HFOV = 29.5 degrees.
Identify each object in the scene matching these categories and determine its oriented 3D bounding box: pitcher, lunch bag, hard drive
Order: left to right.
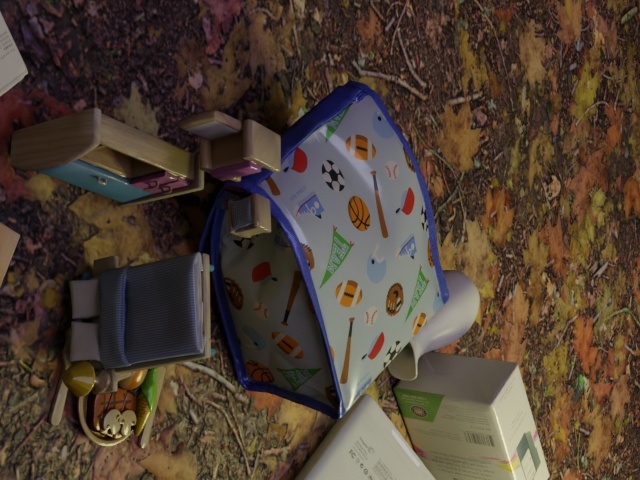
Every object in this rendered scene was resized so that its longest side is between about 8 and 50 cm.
[{"bbox_3d":[0.000,0.000,1.776,0.328,0.239,0.385,-46,135,-41],"label":"lunch bag"},{"bbox_3d":[0.049,0.452,1.974,0.233,0.047,0.353,53,47,-13],"label":"hard drive"},{"bbox_3d":[0.178,0.119,2.149,0.207,0.125,0.178,-38,108,-34],"label":"pitcher"}]

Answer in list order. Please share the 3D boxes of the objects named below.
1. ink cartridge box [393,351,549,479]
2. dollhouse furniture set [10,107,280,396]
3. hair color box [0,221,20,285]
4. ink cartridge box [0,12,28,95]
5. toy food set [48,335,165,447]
[{"bbox_3d":[0.290,0.382,2.236,0.119,0.207,0.353,-48,131,-40],"label":"ink cartridge box"},{"bbox_3d":[-0.214,0.019,1.420,0.198,0.286,0.303,20,64,-54],"label":"dollhouse furniture set"},{"bbox_3d":[-0.475,0.001,1.206,0.339,0.110,0.185,41,58,-50],"label":"hair color box"},{"bbox_3d":[-0.416,-0.239,1.225,0.092,0.158,0.218,-52,132,-41],"label":"ink cartridge box"},{"bbox_3d":[-0.264,0.203,1.579,0.192,0.038,0.132,27,71,-52],"label":"toy food set"}]
